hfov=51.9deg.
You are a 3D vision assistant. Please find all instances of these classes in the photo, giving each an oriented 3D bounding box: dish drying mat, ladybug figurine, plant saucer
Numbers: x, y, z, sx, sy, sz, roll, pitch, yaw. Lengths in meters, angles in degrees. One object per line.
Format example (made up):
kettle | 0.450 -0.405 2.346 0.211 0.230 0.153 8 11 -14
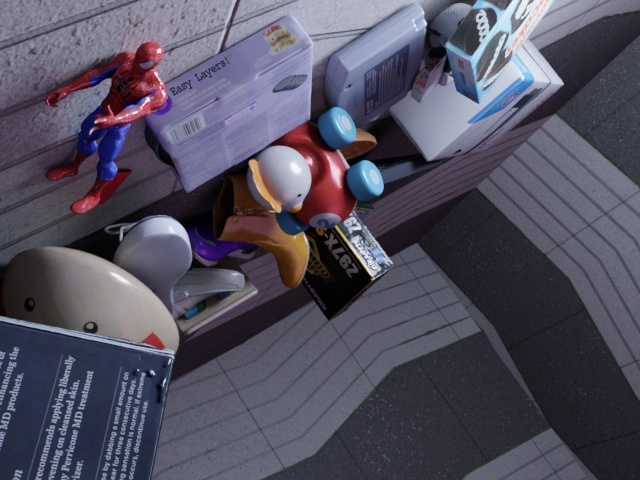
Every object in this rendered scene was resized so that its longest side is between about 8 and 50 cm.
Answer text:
dish drying mat | -0.334 -0.085 1.046 0.083 0.008 0.032 -42 167 28
ladybug figurine | -0.404 0.168 1.131 0.449 0.305 0.162 107 1 -61
plant saucer | 0.017 -0.194 1.375 0.200 0.037 0.200 -14 176 -1

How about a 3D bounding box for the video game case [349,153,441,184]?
video game case | 0.116 -0.162 1.610 0.275 0.035 0.248 -23 -165 -40

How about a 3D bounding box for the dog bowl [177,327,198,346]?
dog bowl | -0.481 0.258 1.798 0.349 0.102 0.349 -32 168 -8

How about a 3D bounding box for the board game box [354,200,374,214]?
board game box | 0.042 -0.058 2.124 0.213 0.046 0.317 -39 168 16

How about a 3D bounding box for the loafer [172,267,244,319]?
loafer | -0.319 0.122 1.406 0.319 0.111 0.112 -6 171 -10

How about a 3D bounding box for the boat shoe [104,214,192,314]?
boat shoe | -0.314 0.019 1.196 0.136 0.156 0.367 -10 155 -19

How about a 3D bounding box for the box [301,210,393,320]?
box | 0.000 0.000 1.543 0.079 0.322 0.257 -28 167 -35

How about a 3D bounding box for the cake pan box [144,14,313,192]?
cake pan box | -0.135 -0.195 1.009 0.267 0.070 0.246 -33 167 -9

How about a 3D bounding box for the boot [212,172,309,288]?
boot | -0.131 -0.014 1.405 0.211 0.104 0.295 -13 119 -36

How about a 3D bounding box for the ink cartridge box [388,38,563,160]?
ink cartridge box | 0.391 -0.351 1.601 0.285 0.166 0.395 -41 167 31

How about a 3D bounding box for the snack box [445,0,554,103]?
snack box | 0.348 -0.419 1.171 0.322 0.060 0.187 -54 159 1

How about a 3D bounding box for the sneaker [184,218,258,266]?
sneaker | -0.196 -0.032 1.461 0.146 0.102 0.293 -47 168 17

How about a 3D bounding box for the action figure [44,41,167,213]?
action figure | -0.280 -0.131 0.791 0.280 0.091 0.139 -43 175 36

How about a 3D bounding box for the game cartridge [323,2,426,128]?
game cartridge | 0.099 -0.310 1.241 0.198 0.062 0.297 -30 169 -2

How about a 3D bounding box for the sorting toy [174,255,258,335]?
sorting toy | -0.274 0.095 1.499 0.193 0.208 0.038 -31 146 -19

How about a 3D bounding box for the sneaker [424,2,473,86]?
sneaker | 0.296 -0.412 1.289 0.153 0.094 0.235 -40 163 -10

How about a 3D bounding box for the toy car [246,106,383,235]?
toy car | -0.049 -0.098 1.181 0.219 0.210 0.238 -24 -173 33

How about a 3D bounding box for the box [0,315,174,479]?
box | -0.510 0.315 0.926 0.472 0.297 0.480 17 145 -18

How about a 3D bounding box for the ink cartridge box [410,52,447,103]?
ink cartridge box | 0.215 -0.328 1.311 0.063 0.029 0.115 -49 169 -12
